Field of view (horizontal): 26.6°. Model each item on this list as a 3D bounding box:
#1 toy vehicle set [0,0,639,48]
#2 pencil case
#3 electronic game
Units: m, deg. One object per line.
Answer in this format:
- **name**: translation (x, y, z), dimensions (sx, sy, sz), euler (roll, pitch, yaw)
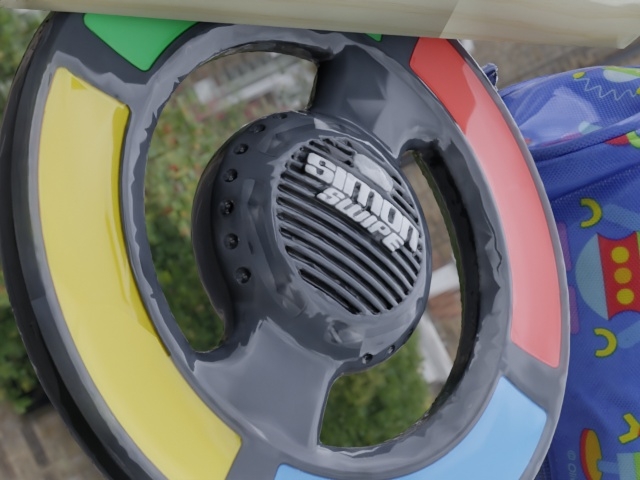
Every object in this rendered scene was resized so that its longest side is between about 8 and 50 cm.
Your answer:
- **toy vehicle set**: translation (0.000, -0.153, 0.476), dimensions (0.035, 0.266, 0.166), euler (-39, -119, 48)
- **pencil case**: translation (0.145, 0.062, 0.670), dimensions (0.119, 0.133, 0.306), euler (-137, -149, -69)
- **electronic game**: translation (0.000, 0.000, 0.451), dimensions (0.048, 0.229, 0.229), euler (-27, -91, 47)
